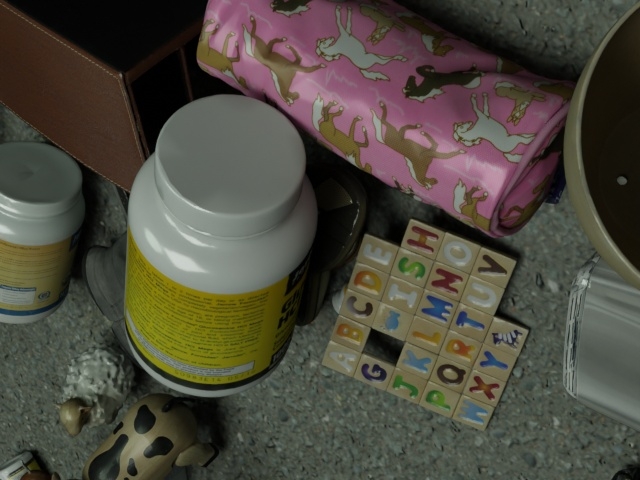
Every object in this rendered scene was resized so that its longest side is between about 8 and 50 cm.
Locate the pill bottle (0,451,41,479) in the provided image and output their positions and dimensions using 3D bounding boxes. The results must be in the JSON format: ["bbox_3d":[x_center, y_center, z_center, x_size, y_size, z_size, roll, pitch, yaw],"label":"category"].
[{"bbox_3d":[-0.420,0.370,2.245,0.065,0.065,0.116,-22,100,43],"label":"pill bottle"}]

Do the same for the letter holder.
[{"bbox_3d":[-0.238,-0.201,1.686,0.302,0.152,0.214,33,149,32],"label":"letter holder"}]

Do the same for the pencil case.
[{"bbox_3d":[0.063,-0.155,1.491,0.386,0.167,0.160,31,114,21],"label":"pencil case"}]

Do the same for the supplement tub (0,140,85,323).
[{"bbox_3d":[-0.372,-0.010,1.931,0.144,0.144,0.200,34,132,17],"label":"supplement tub"}]

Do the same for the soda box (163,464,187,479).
[{"bbox_3d":[-0.217,0.386,2.094,0.074,0.069,0.216,11,120,33],"label":"soda box"}]

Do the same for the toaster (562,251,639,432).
[{"bbox_3d":[0.319,0.095,1.468,0.146,0.129,0.227,22,129,32],"label":"toaster"}]

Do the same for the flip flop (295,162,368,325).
[{"bbox_3d":[0.000,0.000,1.699,0.112,0.080,0.277,49,151,19],"label":"flip flop"}]

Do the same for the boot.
[{"bbox_3d":[-0.223,0.002,1.852,0.222,0.118,0.338,-11,101,50],"label":"boot"}]

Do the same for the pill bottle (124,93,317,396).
[{"bbox_3d":[-0.103,0.008,1.573,0.188,0.188,0.334,37,150,15],"label":"pill bottle"}]

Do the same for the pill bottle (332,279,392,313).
[{"bbox_3d":[0.052,0.059,1.711,0.083,0.043,0.043,-23,100,44],"label":"pill bottle"}]

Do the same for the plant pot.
[{"bbox_3d":[0.324,-0.068,1.303,0.284,0.284,0.191,54,170,0],"label":"plant pot"}]

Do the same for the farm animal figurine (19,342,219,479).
[{"bbox_3d":[-0.246,0.325,1.915,0.330,0.172,0.327,26,85,23],"label":"farm animal figurine"}]

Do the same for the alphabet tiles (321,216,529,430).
[{"bbox_3d":[0.120,0.087,1.660,0.198,0.009,0.237,22,129,6],"label":"alphabet tiles"}]

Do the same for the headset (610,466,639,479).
[{"bbox_3d":[0.458,0.363,1.539,0.394,0.185,0.243,23,132,7],"label":"headset"}]
